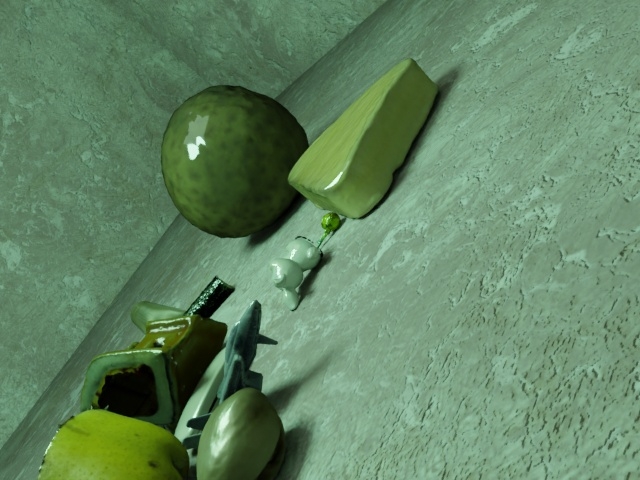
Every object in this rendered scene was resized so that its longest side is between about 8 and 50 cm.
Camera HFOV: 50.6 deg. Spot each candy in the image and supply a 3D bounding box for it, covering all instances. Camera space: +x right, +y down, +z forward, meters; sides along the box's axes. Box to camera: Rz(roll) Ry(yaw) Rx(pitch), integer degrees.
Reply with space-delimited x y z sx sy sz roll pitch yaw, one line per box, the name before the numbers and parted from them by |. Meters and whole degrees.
candy | 0.000 0.000 1.313 0.123 0.035 0.035 -61 29 -5

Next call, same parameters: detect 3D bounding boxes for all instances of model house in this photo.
model house | -0.311 0.221 1.292 0.268 0.173 0.239 -8 25 26

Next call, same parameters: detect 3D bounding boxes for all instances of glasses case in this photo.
glasses case | -0.188 0.264 1.164 0.081 0.051 0.204 -36 21 49

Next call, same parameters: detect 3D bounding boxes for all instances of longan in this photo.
longan | -0.217 -0.204 1.737 0.391 0.391 0.391 -44 17 18

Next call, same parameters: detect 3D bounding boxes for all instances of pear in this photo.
pear | -0.277 0.364 0.988 0.178 0.267 0.267 -14 31 22

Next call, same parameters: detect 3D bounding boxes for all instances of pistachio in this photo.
pistachio | -0.100 0.259 0.853 0.113 0.113 0.149 -30 24 49

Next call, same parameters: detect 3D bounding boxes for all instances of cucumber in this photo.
cucumber | -0.296 0.179 1.641 0.215 0.052 0.058 -50 45 6

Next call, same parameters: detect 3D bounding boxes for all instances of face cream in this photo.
face cream | -0.458 0.230 1.915 0.137 0.084 0.341 -45 21 -19

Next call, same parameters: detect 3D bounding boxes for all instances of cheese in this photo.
cheese | 0.100 -0.214 1.379 0.384 0.104 0.384 -44 17 17

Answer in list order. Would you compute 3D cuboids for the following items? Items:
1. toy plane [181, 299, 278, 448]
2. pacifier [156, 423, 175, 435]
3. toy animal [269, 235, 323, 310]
toy plane | -0.117 0.205 0.994 0.212 0.088 0.267 -95 29 -66
pacifier | -0.306 0.368 1.267 0.083 0.068 0.064 -37 -23 -21
toy animal | -0.050 0.056 1.236 0.085 0.071 0.124 9 49 50
